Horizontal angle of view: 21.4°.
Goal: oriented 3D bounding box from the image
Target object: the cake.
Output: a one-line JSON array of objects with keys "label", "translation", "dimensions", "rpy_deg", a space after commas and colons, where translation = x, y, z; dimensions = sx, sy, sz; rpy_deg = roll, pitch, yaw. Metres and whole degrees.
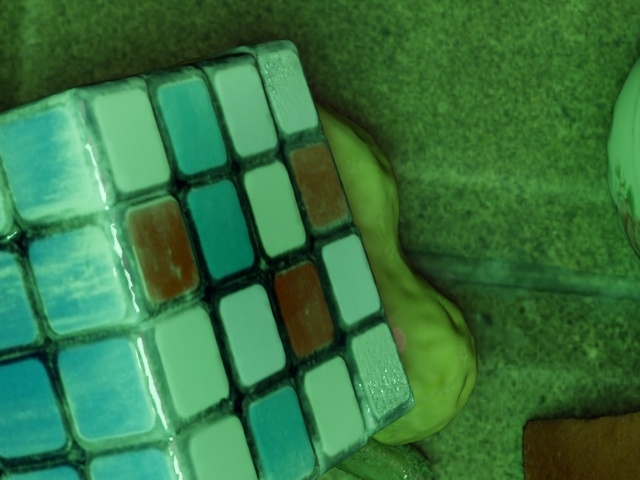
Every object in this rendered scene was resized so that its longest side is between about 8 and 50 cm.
[{"label": "cake", "translation": [0.261, 0.141, 1.220], "dimensions": [0.158, 0.262, 0.160], "rpy_deg": [1, 46, -25]}]

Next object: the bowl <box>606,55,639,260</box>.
[{"label": "bowl", "translation": [0.333, -0.060, 1.315], "dimensions": [0.277, 0.145, 0.277], "rpy_deg": [2, 85, -20]}]

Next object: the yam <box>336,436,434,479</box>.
[{"label": "yam", "translation": [0.038, 0.157, 1.232], "dimensions": [0.094, 0.043, 0.043], "rpy_deg": [29, 75, -15]}]

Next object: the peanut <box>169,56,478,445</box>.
[{"label": "peanut", "translation": [0.000, 0.000, 1.183], "dimensions": [0.147, 0.147, 0.319], "rpy_deg": [-41, 97, -20]}]

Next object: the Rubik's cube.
[{"label": "Rubik's cube", "translation": [-0.134, 0.043, 1.016], "dimensions": [0.253, 0.259, 0.256], "rpy_deg": [-21, 96, -58]}]
